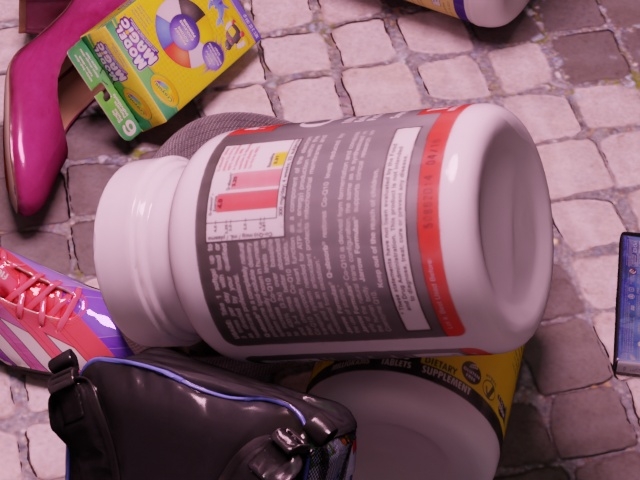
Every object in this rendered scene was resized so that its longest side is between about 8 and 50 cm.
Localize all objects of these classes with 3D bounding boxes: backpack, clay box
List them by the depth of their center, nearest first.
[{"bbox_3d":[-0.101,0.240,1.586,0.277,0.213,0.263,14,93,29],"label":"backpack"},{"bbox_3d":[-0.172,-0.218,2.063,0.053,0.127,0.222,-17,23,45],"label":"clay box"}]

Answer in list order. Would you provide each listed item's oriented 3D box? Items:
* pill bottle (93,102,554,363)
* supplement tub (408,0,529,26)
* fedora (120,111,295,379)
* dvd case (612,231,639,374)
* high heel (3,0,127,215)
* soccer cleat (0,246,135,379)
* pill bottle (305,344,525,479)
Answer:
[{"bbox_3d":[0.000,0.000,1.597,0.363,0.210,0.210,-4,44,27],"label":"pill bottle"},{"bbox_3d":[0.101,-0.407,2.170,0.331,0.241,0.241,21,52,18],"label":"supplement tub"},{"bbox_3d":[-0.077,0.025,1.813,0.244,0.124,0.275,6,71,17],"label":"fedora"},{"bbox_3d":[0.428,0.074,1.884,0.253,0.022,0.180,6,47,6],"label":"dvd case"},{"bbox_3d":[-0.253,-0.174,2.047,0.181,0.127,0.377,4,52,-6],"label":"high heel"},{"bbox_3d":[-0.316,0.054,1.838,0.318,0.116,0.108,13,49,11],"label":"soccer cleat"},{"bbox_3d":[0.104,0.078,1.768,0.188,0.188,0.334,10,49,9],"label":"pill bottle"}]
